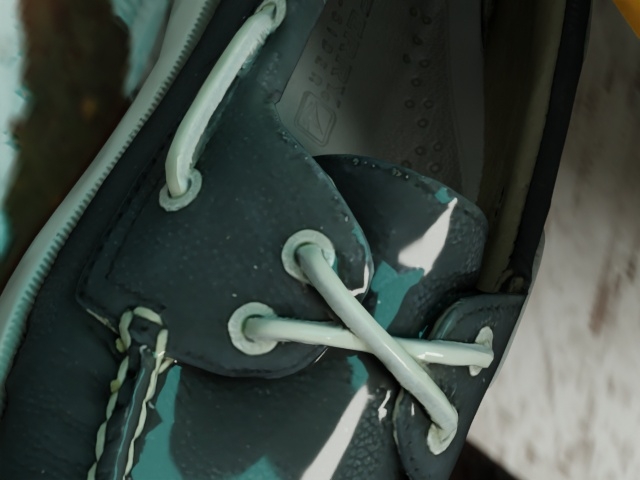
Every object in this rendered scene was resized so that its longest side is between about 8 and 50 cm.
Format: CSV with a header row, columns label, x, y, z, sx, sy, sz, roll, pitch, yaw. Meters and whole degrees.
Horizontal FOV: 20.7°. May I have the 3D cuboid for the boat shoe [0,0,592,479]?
label,x,y,z,sx,sy,sz,roll,pitch,yaw
boat shoe,0.000,0.000,0.416,0.114,0.091,0.303,32,54,-31

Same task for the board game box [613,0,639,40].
label,x,y,z,sx,sy,sz,roll,pitch,yaw
board game box,0.260,-0.163,0.428,0.356,0.356,0.356,-2,57,-60
